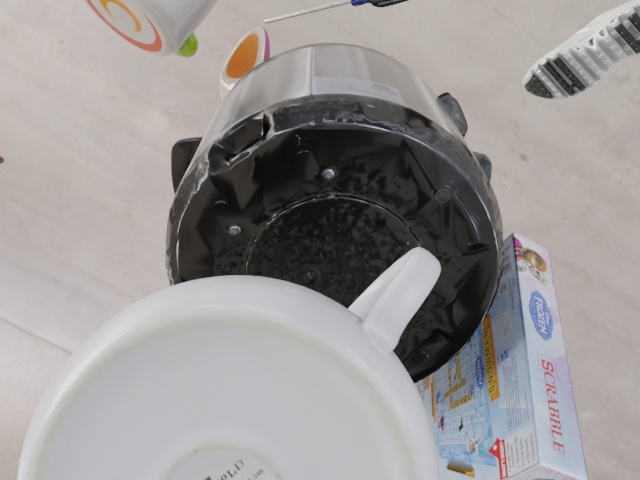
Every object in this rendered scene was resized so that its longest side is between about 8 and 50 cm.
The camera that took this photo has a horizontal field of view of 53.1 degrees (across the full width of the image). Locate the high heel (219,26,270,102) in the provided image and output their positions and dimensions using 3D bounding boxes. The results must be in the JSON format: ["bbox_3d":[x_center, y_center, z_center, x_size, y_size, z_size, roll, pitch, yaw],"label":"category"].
[{"bbox_3d":[-0.108,-0.218,1.057,0.082,0.244,0.117,5,172,31],"label":"high heel"}]

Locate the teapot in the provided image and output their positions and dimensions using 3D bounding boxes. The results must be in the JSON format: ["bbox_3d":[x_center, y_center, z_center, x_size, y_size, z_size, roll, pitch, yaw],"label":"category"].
[{"bbox_3d":[-0.046,0.133,0.418,0.256,0.187,0.252,-1,91,2],"label":"teapot"}]

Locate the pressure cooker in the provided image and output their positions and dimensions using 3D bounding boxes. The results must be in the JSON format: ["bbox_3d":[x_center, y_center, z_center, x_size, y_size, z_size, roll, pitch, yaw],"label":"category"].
[{"bbox_3d":[0.021,-0.056,0.823,0.375,0.420,0.370,-40,112,19],"label":"pressure cooker"}]

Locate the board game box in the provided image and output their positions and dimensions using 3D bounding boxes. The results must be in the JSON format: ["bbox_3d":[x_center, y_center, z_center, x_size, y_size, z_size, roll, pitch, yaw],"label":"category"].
[{"bbox_3d":[0.178,0.201,0.819,0.066,0.318,0.318,26,134,-15],"label":"board game box"}]

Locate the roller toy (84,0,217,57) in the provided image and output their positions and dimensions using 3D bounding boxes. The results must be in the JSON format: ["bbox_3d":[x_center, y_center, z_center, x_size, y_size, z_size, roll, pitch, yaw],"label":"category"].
[{"bbox_3d":[-0.253,-0.388,0.948,0.191,0.146,0.209,32,165,4],"label":"roller toy"}]

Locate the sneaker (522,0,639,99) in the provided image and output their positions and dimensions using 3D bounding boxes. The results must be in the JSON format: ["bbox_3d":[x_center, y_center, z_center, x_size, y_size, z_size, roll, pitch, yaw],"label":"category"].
[{"bbox_3d":[0.549,-0.387,1.297,0.292,0.118,0.110,-27,117,40],"label":"sneaker"}]

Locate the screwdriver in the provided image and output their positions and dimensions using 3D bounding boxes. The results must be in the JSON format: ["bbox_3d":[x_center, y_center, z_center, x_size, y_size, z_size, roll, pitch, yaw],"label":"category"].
[{"bbox_3d":[0.016,-0.219,0.594,0.170,0.025,0.024,-4,108,25],"label":"screwdriver"}]

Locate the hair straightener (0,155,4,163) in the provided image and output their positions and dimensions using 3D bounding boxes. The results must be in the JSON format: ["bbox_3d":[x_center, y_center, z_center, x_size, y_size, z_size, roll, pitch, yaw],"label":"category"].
[{"bbox_3d":[-0.558,-0.078,0.944,0.230,0.089,0.047,-5,153,30],"label":"hair straightener"}]
